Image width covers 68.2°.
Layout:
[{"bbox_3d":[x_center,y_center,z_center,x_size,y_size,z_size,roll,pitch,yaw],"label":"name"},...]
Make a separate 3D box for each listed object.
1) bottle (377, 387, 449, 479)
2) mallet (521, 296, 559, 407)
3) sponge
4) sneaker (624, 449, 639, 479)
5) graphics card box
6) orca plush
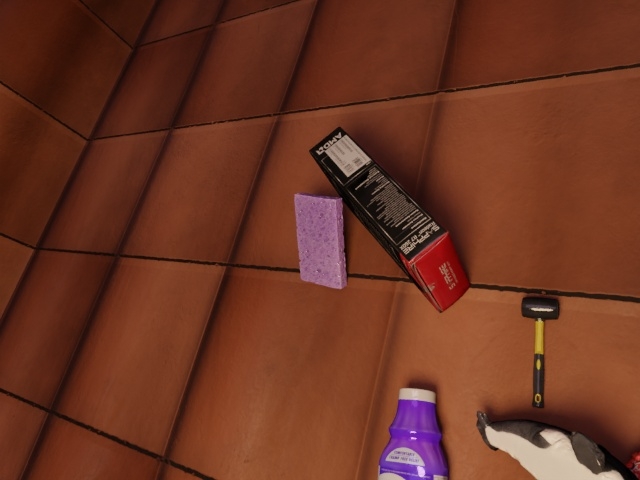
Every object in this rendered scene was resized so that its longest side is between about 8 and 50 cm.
[{"bbox_3d":[0.157,0.401,0.803,0.118,0.092,0.282,-5,63,31],"label":"bottle"},{"bbox_3d":[0.387,0.189,0.815,0.062,0.039,0.189,-8,67,26],"label":"mallet"},{"bbox_3d":[0.000,0.000,1.069,0.117,0.031,0.210,10,112,36],"label":"sponge"},{"bbox_3d":[0.426,0.363,0.660,0.145,0.090,0.270,3,70,30],"label":"sneaker"},{"bbox_3d":[0.137,-0.047,0.962,0.094,0.233,0.371,-40,51,2],"label":"graphics card box"},{"bbox_3d":[0.362,0.327,0.675,0.287,0.102,0.151,164,100,-65],"label":"orca plush"}]
